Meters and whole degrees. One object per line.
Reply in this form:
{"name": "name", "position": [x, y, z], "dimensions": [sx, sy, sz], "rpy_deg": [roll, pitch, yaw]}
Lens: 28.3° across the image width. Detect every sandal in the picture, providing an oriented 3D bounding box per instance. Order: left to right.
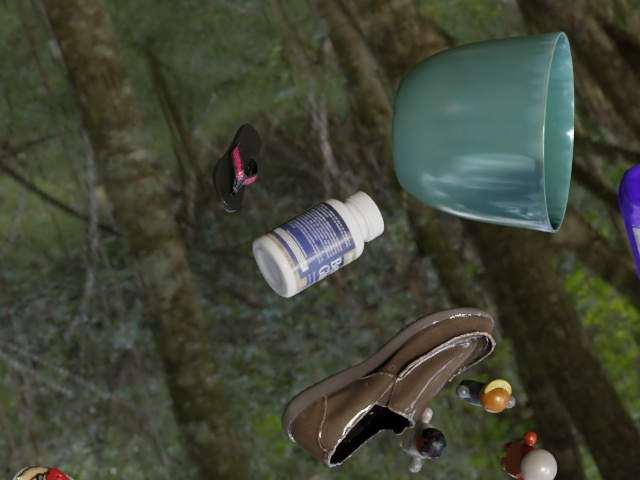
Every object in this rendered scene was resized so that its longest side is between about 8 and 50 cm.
{"name": "sandal", "position": [-0.122, -0.120, 1.979], "dimensions": [0.040, 0.179, 0.067], "rpy_deg": [-16, 129, 33]}

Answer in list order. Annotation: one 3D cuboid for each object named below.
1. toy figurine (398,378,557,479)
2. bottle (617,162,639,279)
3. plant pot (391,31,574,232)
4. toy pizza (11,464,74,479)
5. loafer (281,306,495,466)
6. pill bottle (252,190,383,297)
{"name": "toy figurine", "position": [0.249, 0.340, 2.043], "dimensions": [0.213, 0.209, 0.148], "rpy_deg": [-30, -174, -11]}
{"name": "bottle", "position": [0.449, 0.016, 1.579], "dimensions": [0.118, 0.092, 0.283], "rpy_deg": [-14, 136, 16]}
{"name": "plant pot", "position": [0.240, -0.161, 1.891], "dimensions": [0.235, 0.293, 0.293], "rpy_deg": [2, 176, 18]}
{"name": "toy pizza", "position": [-0.360, 0.402, 1.805], "dimensions": [0.032, 0.201, 0.201], "rpy_deg": [-38, 164, 18]}
{"name": "loafer", "position": [0.124, 0.236, 1.950], "dimensions": [0.366, 0.130, 0.134], "rpy_deg": [-31, 144, -6]}
{"name": "pill bottle", "position": [0.000, 0.000, 1.749], "dimensions": [0.169, 0.094, 0.094], "rpy_deg": [-30, 171, -20]}
